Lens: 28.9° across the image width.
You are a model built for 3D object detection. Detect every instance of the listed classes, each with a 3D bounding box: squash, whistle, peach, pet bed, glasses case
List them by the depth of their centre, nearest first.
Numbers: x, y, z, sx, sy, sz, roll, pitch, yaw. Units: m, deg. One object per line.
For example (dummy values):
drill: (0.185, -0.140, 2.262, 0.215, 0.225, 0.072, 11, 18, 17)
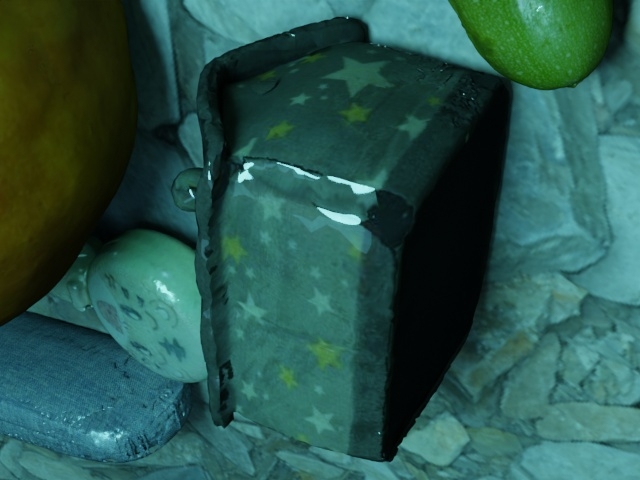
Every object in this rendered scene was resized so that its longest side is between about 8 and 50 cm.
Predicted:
squash: (0.052, -0.213, 0.576, 0.094, 0.094, 0.341, -10, 117, 40)
pet bed: (0.000, 0.000, 0.721, 0.159, 0.183, 0.211, 19, 133, 19)
peach: (-0.290, -0.082, 0.768, 0.343, 0.301, 0.342, 18, 132, 22)
whistle: (-0.155, 0.032, 0.946, 0.258, 0.067, 0.126, 20, 140, 27)
glasses case: (-0.236, 0.114, 1.035, 0.282, 0.109, 0.067, 13, 128, 26)
